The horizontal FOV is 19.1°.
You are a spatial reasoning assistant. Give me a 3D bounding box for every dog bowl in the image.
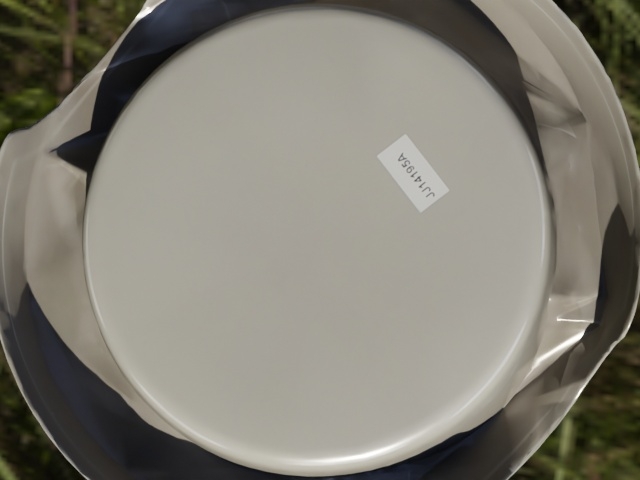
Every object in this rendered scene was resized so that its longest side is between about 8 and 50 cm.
[{"bbox_3d":[0.000,0.000,1.037,0.102,0.348,0.349,47,52,-82],"label":"dog bowl"}]
